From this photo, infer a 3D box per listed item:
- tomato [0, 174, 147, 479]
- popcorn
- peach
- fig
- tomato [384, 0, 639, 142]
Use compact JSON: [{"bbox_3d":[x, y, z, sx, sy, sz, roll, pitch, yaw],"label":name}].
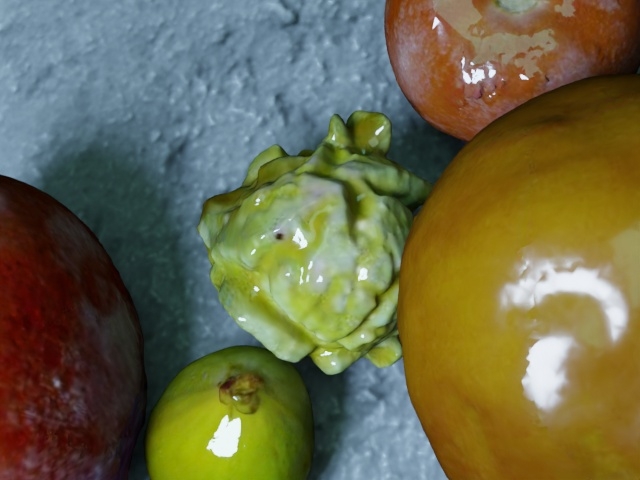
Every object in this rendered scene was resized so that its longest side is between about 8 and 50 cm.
[{"bbox_3d":[-0.228,0.115,0.932,0.176,0.289,0.335,4,67,6],"label":"tomato"},{"bbox_3d":[0.001,0.000,0.983,0.167,0.185,0.187,7,51,-27],"label":"popcorn"},{"bbox_3d":[0.208,0.055,0.871,0.301,0.343,0.343,-18,71,33],"label":"peach"},{"bbox_3d":[-0.068,0.152,0.988,0.136,0.121,0.153,25,104,16],"label":"fig"},{"bbox_3d":[0.154,-0.172,1.006,0.208,0.184,0.208,-1,86,8],"label":"tomato"}]
